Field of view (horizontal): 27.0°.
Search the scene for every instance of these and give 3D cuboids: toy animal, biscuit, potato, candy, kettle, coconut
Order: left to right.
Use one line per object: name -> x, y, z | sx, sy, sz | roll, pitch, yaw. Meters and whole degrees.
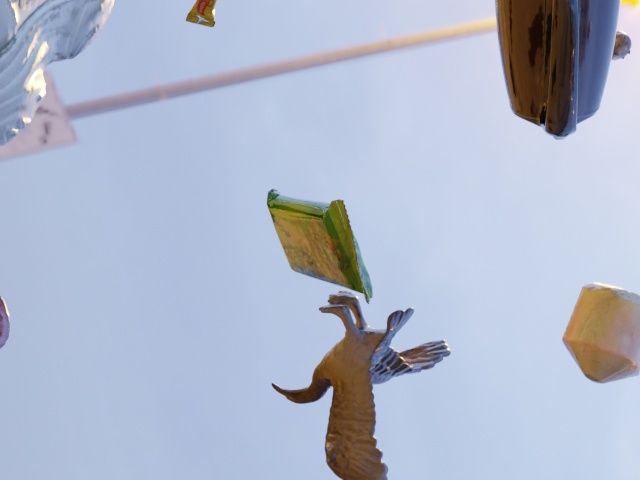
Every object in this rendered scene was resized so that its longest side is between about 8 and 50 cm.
biscuit -> -0.155, -0.464, 2.122 | 0.026, 0.048, 0.292 | -81, -169, -50
candy -> -0.001, 0.000, 1.306 | 0.178, 0.032, 0.102 | 15, -49, 65
toy animal -> 0.034, 0.137, 1.530 | 0.197, 0.272, 0.160 | 7, -67, 26
kettle -> 0.267, -0.238, 1.469 | 0.202, 0.144, 0.232 | -92, 177, -67
potato -> 0.361, -0.249, 1.717 | 0.083, 0.051, 0.040 | -4, -105, 38
coconut -> 0.371, 0.125, 1.712 | 0.116, 0.116, 0.122 | 5, -105, 70

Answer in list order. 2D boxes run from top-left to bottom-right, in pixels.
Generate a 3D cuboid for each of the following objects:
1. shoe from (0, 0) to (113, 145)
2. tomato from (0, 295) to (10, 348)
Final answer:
shoe -> -0.234, -0.223, 0.948 | 0.342, 0.132, 0.210 | -77, 171, -53
tomato -> -0.608, 0.114, 2.182 | 0.189, 0.099, 0.173 | 45, 25, -36
